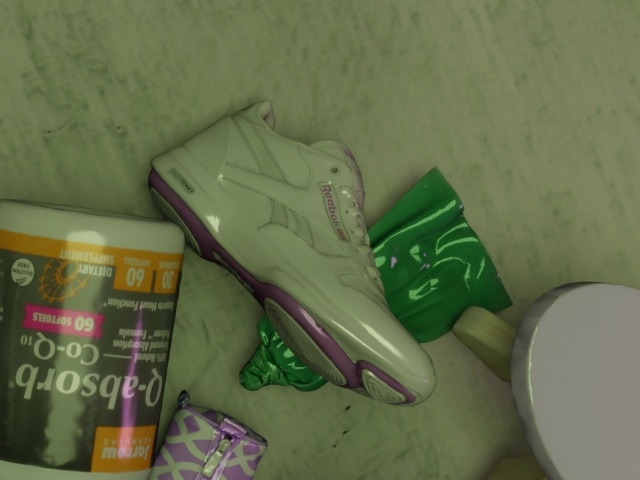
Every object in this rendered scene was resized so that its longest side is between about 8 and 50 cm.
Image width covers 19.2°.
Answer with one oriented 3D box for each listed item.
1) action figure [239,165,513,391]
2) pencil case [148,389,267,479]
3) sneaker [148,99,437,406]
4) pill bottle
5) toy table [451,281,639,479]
[{"bbox_3d":[0.030,0.056,1.573,0.232,0.063,0.137,-32,98,-12],"label":"action figure"},{"bbox_3d":[-0.113,0.232,1.540,0.086,0.088,0.206,23,88,-19],"label":"pencil case"},{"bbox_3d":[0.000,0.000,1.495,0.152,0.114,0.305,-38,65,-16],"label":"sneaker"},{"bbox_3d":[-0.201,0.113,1.482,0.162,0.162,0.278,7,92,-10],"label":"pill bottle"},{"bbox_3d":[0.230,0.143,1.541,0.252,0.161,0.274,-39,106,-19],"label":"toy table"}]
